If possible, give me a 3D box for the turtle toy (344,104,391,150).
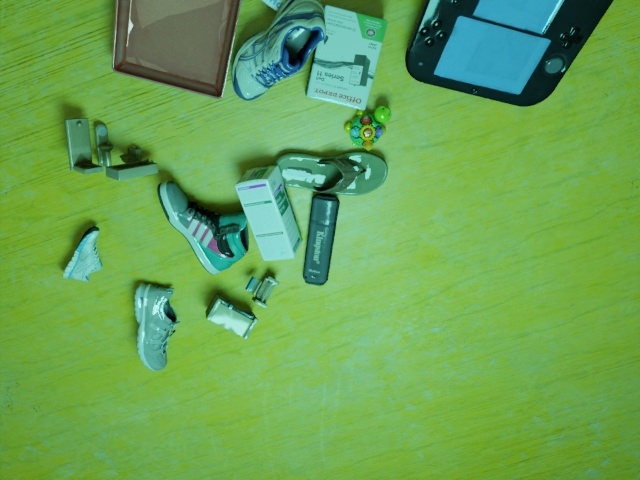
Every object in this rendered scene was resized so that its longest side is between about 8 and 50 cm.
[{"bbox_3d":[0.127,-0.291,1.211,0.095,0.066,0.130,37,106,-17],"label":"turtle toy"}]

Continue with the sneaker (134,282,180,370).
[{"bbox_3d":[-0.469,0.261,1.388,0.115,0.105,0.281,0,112,-3],"label":"sneaker"}]

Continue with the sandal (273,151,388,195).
[{"bbox_3d":[0.027,-0.168,1.246,0.303,0.086,0.120,-1,113,-3],"label":"sandal"}]

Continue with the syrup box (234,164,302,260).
[{"bbox_3d":[-0.132,-0.070,1.253,0.096,0.093,0.236,-6,120,18],"label":"syrup box"}]

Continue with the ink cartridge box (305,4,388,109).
[{"bbox_3d":[0.058,-0.432,1.136,0.153,0.087,0.208,10,112,-7],"label":"ink cartridge box"}]

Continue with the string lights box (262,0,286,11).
[{"bbox_3d":[-0.073,-0.653,1.041,0.133,0.076,0.259,30,108,-16],"label":"string lights box"}]

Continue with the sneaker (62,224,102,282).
[{"bbox_3d":[-0.637,0.041,1.313,0.083,0.071,0.190,27,117,-20],"label":"sneaker"}]

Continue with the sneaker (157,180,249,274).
[{"bbox_3d":[-0.281,-0.054,1.254,0.178,0.124,0.295,-23,120,12],"label":"sneaker"}]

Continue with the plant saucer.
[{"bbox_3d":[-0.328,-0.483,1.085,0.259,0.047,0.258,11,122,-14],"label":"plant saucer"}]

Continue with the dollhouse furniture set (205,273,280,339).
[{"bbox_3d":[-0.228,0.164,1.369,0.129,0.129,0.183,31,84,-15],"label":"dollhouse furniture set"}]

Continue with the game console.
[{"bbox_3d":[0.416,-0.484,1.074,0.387,0.060,0.342,10,141,-9],"label":"game console"}]

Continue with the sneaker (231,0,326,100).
[{"bbox_3d":[-0.104,-0.414,1.075,0.112,0.131,0.296,18,135,-37],"label":"sneaker"}]

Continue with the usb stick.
[{"bbox_3d":[0.000,0.000,1.334,0.077,0.045,0.278,6,115,-3],"label":"usb stick"}]

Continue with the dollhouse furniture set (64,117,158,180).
[{"bbox_3d":[-0.507,-0.228,1.160,0.151,0.144,0.123,18,115,29],"label":"dollhouse furniture set"}]
